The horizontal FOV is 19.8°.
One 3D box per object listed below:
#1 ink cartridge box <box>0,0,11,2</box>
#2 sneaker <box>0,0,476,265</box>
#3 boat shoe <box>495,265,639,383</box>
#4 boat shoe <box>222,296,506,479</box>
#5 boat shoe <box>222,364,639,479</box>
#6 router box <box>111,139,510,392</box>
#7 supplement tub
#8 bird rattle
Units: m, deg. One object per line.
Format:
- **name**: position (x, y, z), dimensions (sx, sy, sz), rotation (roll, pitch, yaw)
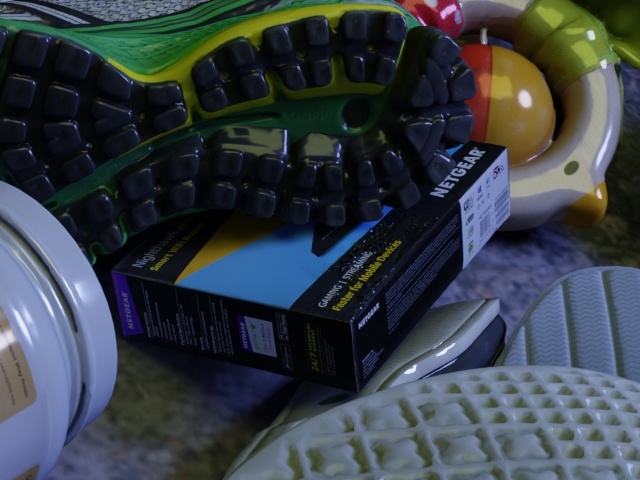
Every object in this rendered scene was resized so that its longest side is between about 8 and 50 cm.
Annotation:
- **ink cartridge box**: position (-0.266, -0.229, 1.013), dimensions (0.176, 0.069, 0.371), rotation (-7, 57, -33)
- **sneaker**: position (-0.107, -0.061, 0.900), dimensions (0.343, 0.134, 0.146), rotation (-4, 22, -12)
- **boat shoe**: position (0.133, 0.141, 0.867), dimensions (0.109, 0.094, 0.302), rotation (-3, 43, 14)
- **boat shoe**: position (0.031, 0.096, 0.880), dimensions (0.233, 0.084, 0.079), rotation (-44, 115, -54)
- **boat shoe**: position (-0.004, 0.206, 0.665), dimensions (0.187, 0.156, 0.500), rotation (25, 42, 28)
- **router box**: position (0.000, 0.000, 0.920), dimensions (0.133, 0.046, 0.179), rotation (11, 34, 27)
- **supplement tub**: position (-0.191, 0.066, 0.719), dimensions (0.144, 0.144, 0.199), rotation (43, 43, 15)
- **bird rattle**: position (0.089, -0.107, 1.063), dimensions (0.253, 0.143, 0.207), rotation (12, 61, -14)
